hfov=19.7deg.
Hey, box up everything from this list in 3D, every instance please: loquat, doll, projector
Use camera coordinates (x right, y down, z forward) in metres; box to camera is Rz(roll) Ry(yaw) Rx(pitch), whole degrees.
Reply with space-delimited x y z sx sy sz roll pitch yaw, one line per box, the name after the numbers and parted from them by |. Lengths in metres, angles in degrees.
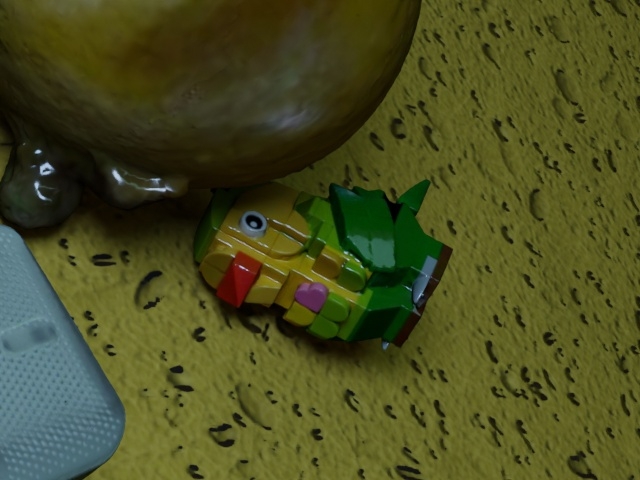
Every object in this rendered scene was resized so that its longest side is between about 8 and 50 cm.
-0.102 -0.162 1.197 0.328 0.359 0.328 31 0 0 | loquat
0.001 0.007 1.309 0.186 0.106 0.134 7 51 -23 | doll
-0.248 0.108 0.932 0.242 0.177 0.163 -19 74 -49 | projector
